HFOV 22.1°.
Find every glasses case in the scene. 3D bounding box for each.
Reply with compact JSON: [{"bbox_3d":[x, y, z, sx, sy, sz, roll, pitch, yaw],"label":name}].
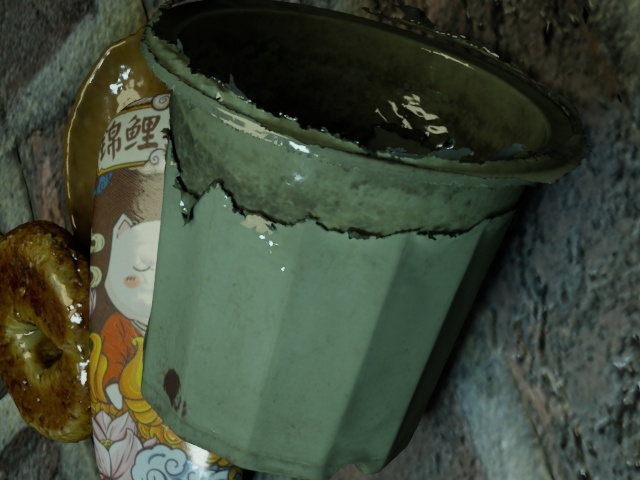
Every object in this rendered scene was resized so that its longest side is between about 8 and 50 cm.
[{"bbox_3d":[-0.109,0.050,1.230,0.122,0.082,0.320,1,90,30],"label":"glasses case"}]

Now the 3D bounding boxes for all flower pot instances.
[{"bbox_3d":[0.000,0.000,1.038,0.290,0.290,0.259,38,120,42],"label":"flower pot"}]

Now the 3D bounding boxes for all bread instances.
[{"bbox_3d":[-0.216,0.074,1.336,0.193,0.064,0.193,27,124,50],"label":"bread"}]

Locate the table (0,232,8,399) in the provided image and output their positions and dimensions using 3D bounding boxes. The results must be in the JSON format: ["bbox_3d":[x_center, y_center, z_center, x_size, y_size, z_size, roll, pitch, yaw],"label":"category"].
[{"bbox_3d":[-0.387,0.060,1.418,0.167,0.227,0.167,-9,77,43],"label":"table"}]

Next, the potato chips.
[{"bbox_3d":[-0.140,-0.067,1.322,0.150,0.049,0.201,-19,71,34],"label":"potato chips"}]
